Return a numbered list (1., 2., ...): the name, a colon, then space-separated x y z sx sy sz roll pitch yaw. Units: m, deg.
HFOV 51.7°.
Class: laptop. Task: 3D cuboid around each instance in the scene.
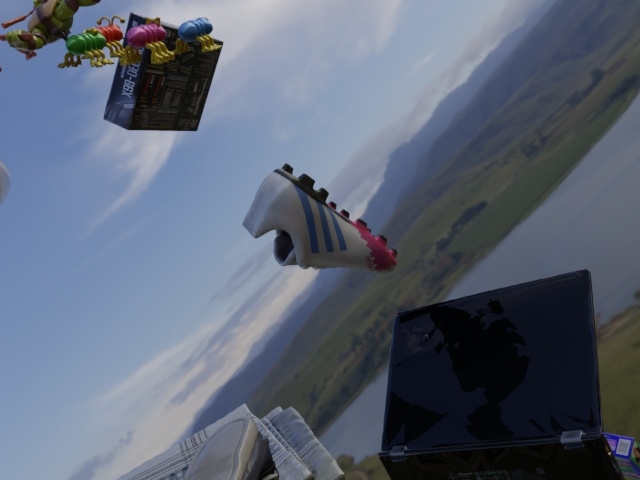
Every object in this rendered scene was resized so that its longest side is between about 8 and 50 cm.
1. laptop: 0.317 0.316 1.100 0.381 0.408 0.236 -19 13 39

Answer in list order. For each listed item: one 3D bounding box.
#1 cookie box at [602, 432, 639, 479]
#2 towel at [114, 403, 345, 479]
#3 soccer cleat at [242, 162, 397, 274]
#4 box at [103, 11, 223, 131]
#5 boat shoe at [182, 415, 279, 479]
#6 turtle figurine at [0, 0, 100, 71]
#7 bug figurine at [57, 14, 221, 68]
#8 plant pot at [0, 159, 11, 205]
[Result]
1. cookie box: 0.527 0.380 1.165 0.091 0.107 0.040 -5 52 51
2. towel: -0.152 0.308 0.822 0.324 0.056 0.312 -24 6 -16
3. soccer cleat: 0.000 0.000 1.132 0.331 0.116 0.143 35 -89 -40
4. box: -0.361 -0.384 1.563 0.243 0.076 0.307 -70 -15 16
5. boat shoe: -0.069 0.203 0.439 0.075 0.065 0.206 -29 15 20
6. turtle figurine: -0.446 -0.371 1.102 0.217 0.087 0.270 -35 33 15
7. bug figurine: -0.329 -0.358 1.170 0.216 0.278 0.072 -57 -35 -61
8. plant pot: -0.690 -0.105 1.216 0.237 0.237 0.254 -48 5 7
